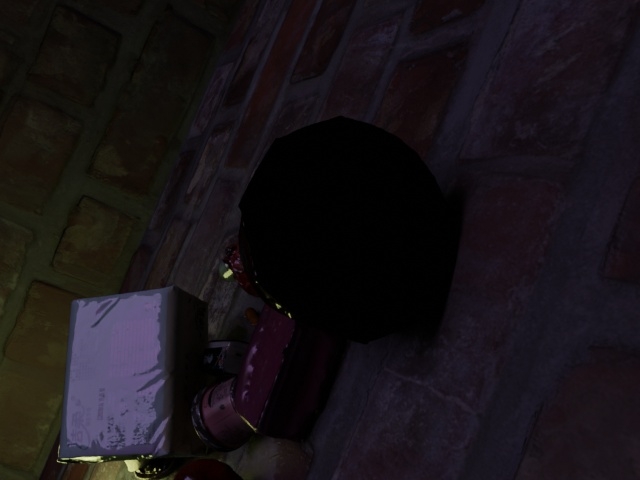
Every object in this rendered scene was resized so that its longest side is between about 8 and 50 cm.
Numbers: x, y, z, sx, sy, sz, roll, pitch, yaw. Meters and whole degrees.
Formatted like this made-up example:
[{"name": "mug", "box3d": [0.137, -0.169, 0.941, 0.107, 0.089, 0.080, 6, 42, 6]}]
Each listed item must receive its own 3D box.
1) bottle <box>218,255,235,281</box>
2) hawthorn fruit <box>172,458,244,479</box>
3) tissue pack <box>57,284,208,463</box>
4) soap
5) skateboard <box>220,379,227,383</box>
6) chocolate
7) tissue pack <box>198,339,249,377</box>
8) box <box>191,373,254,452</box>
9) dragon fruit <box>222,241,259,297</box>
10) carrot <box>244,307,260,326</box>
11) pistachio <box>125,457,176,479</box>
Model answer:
[{"name": "bottle", "box3d": [-0.194, 0.038, 2.101, 0.096, 0.079, 0.253, -34, -3, -43]}, {"name": "hawthorn fruit", "box3d": [-0.222, 0.525, 1.585, 0.173, 0.179, 0.174, -4, 82, 27]}, {"name": "tissue pack", "box3d": [-0.460, 0.344, 1.942, 0.331, 0.205, 0.405, -9, 70, 20]}, {"name": "soap", "box3d": [-0.058, 0.226, 1.558, 0.220, 0.127, 0.325, 11, 77, 65]}, {"name": "skateboard", "box3d": [-0.203, 0.402, 1.795, 0.080, 0.067, 0.151, 1, 74, 55]}, {"name": "chocolate", "box3d": [0.000, 0.000, 1.372, 0.331, 0.383, 0.384, -30, 42, 63]}, {"name": "tissue pack", "box3d": [-0.214, 0.286, 1.860, 0.170, 0.103, 0.091, -14, 61, 62]}, {"name": "box", "box3d": [-0.180, 0.361, 1.669, 0.135, 0.151, 0.151, -38, 35, 34]}, {"name": "dragon fruit", "box3d": [-0.112, 0.052, 1.770, 0.172, 0.209, 0.172, 10, -90, -73]}, {"name": "carrot", "box3d": [-0.166, 0.195, 1.941, 0.032, 0.032, 0.093, -63, 28, 5]}, {"name": "pistachio", "box3d": [-0.451, 0.571, 2.072, 0.206, 0.129, 0.131, -21, 39, 51]}]
